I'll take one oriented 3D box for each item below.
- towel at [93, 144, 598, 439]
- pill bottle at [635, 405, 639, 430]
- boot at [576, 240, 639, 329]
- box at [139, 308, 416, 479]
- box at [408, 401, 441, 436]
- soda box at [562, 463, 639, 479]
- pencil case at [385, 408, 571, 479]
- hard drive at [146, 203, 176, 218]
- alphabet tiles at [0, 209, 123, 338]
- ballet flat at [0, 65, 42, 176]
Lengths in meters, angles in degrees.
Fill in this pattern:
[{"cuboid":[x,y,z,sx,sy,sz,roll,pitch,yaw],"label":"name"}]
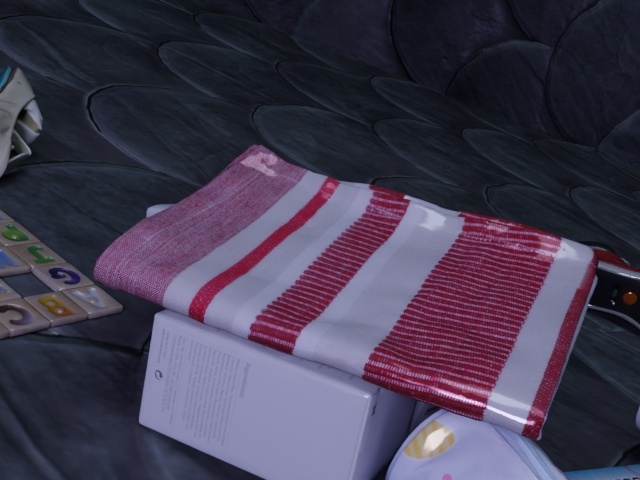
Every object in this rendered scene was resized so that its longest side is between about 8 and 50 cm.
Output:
[{"cuboid":[0.032,0.019,0.688,0.329,0.037,0.237,18,32,18],"label":"towel"},{"cuboid":[0.409,0.209,0.839,0.124,0.124,0.221,2,28,-42],"label":"pill bottle"},{"cuboid":[0.465,0.070,1.302,0.244,0.088,0.176,23,19,14],"label":"boot"},{"cuboid":[-0.025,0.105,0.674,0.170,0.091,0.130,19,18,21],"label":"box"},{"cuboid":[0.090,0.103,0.814,0.087,0.101,0.102,33,22,29],"label":"box"},{"cuboid":[0.237,0.223,0.726,0.183,0.058,0.063,7,25,-37],"label":"soda box"},{"cuboid":[0.152,0.217,0.564,0.114,0.124,0.273,-16,36,-25],"label":"pencil case"},{"cuboid":[0.000,0.000,0.915,0.308,0.040,0.203,11,9,40],"label":"hard drive"},{"cuboid":[-0.312,0.024,0.740,0.198,0.009,0.237,33,23,27],"label":"alphabet tiles"},{"cuboid":[-0.349,-0.123,0.992,0.086,0.086,0.248,17,22,-12],"label":"ballet flat"}]
